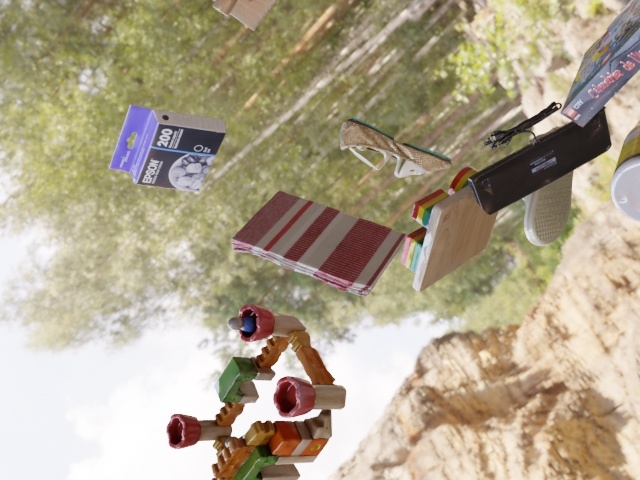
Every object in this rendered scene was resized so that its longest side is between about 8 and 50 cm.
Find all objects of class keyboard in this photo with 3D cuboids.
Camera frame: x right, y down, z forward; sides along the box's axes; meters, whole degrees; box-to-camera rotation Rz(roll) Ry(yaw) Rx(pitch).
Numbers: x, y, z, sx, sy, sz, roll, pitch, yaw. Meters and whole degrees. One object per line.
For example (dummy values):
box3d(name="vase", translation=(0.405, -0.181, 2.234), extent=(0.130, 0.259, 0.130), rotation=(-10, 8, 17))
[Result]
box3d(name="keyboard", translation=(0.452, -0.192, 1.594), extent=(0.201, 0.317, 0.033), rotation=(60, -178, -40))

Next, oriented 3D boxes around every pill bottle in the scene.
box3d(name="pill bottle", translation=(0.551, -0.127, 1.251), extent=(0.119, 0.119, 0.208), rotation=(45, -137, -5))

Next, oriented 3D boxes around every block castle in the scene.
box3d(name="block castle", translation=(-0.173, 0.396, 1.714), extent=(0.213, 0.453, 0.303), rotation=(11, -146, -41))

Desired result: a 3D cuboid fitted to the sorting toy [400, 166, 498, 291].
box3d(name="sorting toy", translation=(0.308, -0.044, 1.793), extent=(0.255, 0.257, 0.089), rotation=(-29, -127, -33))

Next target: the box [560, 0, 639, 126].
box3d(name="box", translation=(0.457, -0.296, 1.136), extent=(0.044, 0.233, 0.159), rotation=(30, -122, -1))

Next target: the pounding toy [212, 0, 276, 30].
box3d(name="pounding toy", translation=(-0.169, -0.482, 1.411), extent=(0.181, 0.094, 0.206), rotation=(31, -162, -31))

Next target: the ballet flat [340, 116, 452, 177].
box3d(name="ballet flat", translation=(0.127, -0.149, 1.342), extent=(0.206, 0.067, 0.073), rotation=(21, -179, -2))

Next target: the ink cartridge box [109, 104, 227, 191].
box3d(name="ink cartridge box", translation=(-0.333, -0.194, 1.656), extent=(0.208, 0.206, 0.045), rotation=(6, -129, -25))

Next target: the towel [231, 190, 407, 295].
box3d(name="towel", translation=(0.000, 0.000, 1.689), extent=(0.329, 0.037, 0.237), rotation=(20, -141, 17))

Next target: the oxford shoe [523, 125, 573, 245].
box3d(name="oxford shoe", translation=(0.637, -0.152, 2.204), extent=(0.169, 0.130, 0.449), rotation=(49, -134, -30))
